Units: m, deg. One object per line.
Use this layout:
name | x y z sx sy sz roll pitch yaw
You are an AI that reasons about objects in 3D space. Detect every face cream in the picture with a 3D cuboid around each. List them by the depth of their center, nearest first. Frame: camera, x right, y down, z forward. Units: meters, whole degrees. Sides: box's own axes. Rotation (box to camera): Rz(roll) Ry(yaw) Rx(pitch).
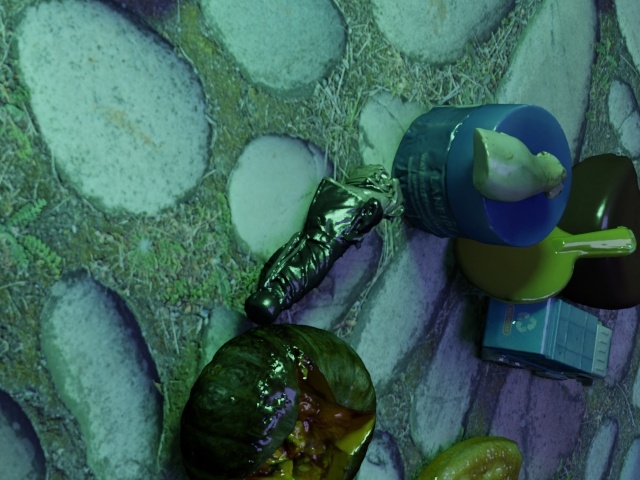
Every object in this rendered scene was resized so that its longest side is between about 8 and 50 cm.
face cream | 0.285 -0.118 1.825 0.249 0.225 0.248 -4 97 -38

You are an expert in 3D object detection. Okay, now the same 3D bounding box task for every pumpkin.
pumpkin | -0.059 0.269 1.527 0.321 0.192 0.320 -15 113 -38

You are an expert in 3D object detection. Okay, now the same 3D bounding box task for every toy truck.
toy truck | 0.450 0.197 2.063 0.367 0.175 0.146 21 76 -45

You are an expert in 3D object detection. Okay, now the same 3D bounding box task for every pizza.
pizza | 0.267 0.470 1.961 0.258 0.087 0.268 35 68 -37

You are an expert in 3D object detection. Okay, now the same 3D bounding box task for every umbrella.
umbrella | 0.004 0.000 1.636 0.357 0.113 0.106 -45 145 -33

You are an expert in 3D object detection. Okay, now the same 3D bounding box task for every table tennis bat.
table tennis bat | 0.432 0.017 1.971 0.369 0.054 0.224 -7 56 -13

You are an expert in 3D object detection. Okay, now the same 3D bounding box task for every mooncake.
mooncake | 0.599 -0.019 2.194 0.326 0.174 0.333 4 88 -47

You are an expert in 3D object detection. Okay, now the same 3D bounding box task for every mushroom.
mushroom | 0.323 -0.112 1.654 0.225 0.093 0.116 11 67 -35
